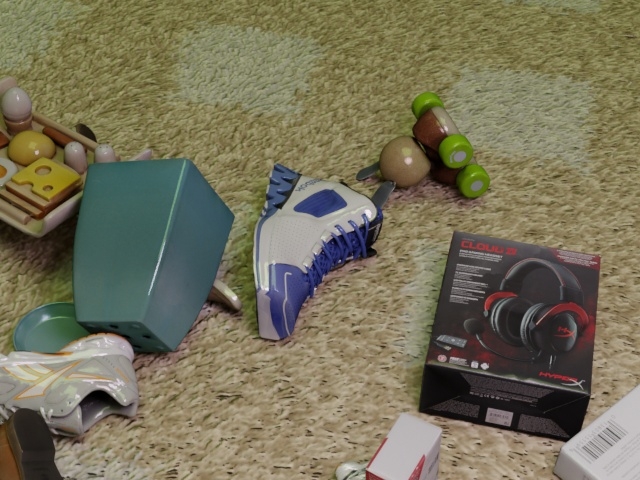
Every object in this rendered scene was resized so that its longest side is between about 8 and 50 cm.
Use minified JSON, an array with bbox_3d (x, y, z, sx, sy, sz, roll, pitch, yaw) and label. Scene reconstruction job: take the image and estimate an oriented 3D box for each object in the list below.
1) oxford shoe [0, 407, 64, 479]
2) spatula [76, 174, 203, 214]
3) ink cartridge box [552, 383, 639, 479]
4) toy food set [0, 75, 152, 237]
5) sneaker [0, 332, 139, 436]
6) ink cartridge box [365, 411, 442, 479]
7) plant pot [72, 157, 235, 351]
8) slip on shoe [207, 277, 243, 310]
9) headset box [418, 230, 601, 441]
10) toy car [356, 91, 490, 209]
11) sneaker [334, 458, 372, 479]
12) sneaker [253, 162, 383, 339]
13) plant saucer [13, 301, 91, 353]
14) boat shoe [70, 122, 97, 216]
[{"bbox_3d":[-0.355,0.315,1.312,0.076,0.076,0.212,24,36,-48],"label":"oxford shoe"},{"bbox_3d":[-0.302,-0.067,1.689,0.296,0.030,0.084,-12,52,-29],"label":"spatula"},{"bbox_3d":[0.478,0.284,1.373,0.275,0.060,0.239,-29,53,-29],"label":"ink cartridge box"},{"bbox_3d":[-0.442,-0.140,1.637,0.306,0.092,0.219,27,46,24],"label":"toy food set"},{"bbox_3d":[-0.361,0.207,1.398,0.262,0.099,0.121,-15,51,-15],"label":"sneaker"},{"bbox_3d":[0.099,0.291,1.296,0.056,0.135,0.099,21,46,23],"label":"ink cartridge box"},{"bbox_3d":[-0.248,0.030,1.511,0.165,0.165,0.234,-1,60,22],"label":"plant pot"},{"bbox_3d":[-0.170,0.071,1.581,0.135,0.051,0.041,33,75,27],"label":"slip on shoe"},{"bbox_3d":[0.269,0.116,1.503,0.218,0.110,0.293,11,44,10],"label":"headset box"},{"bbox_3d":[0.154,-0.122,1.766,0.188,0.149,0.155,-31,43,7],"label":"toy car"},{"bbox_3d":[0.061,0.299,1.367,0.083,0.032,0.037,-10,58,-4],"label":"sneaker"},{"bbox_3d":[0.000,-0.001,1.603,0.182,0.128,0.316,3,42,4],"label":"sneaker"},{"bbox_3d":[-0.372,0.137,1.521,0.119,0.021,0.119,1,44,-1],"label":"plant saucer"},{"bbox_3d":[-0.393,-0.099,1.746,0.072,0.068,0.190,-28,51,19],"label":"boat shoe"}]
